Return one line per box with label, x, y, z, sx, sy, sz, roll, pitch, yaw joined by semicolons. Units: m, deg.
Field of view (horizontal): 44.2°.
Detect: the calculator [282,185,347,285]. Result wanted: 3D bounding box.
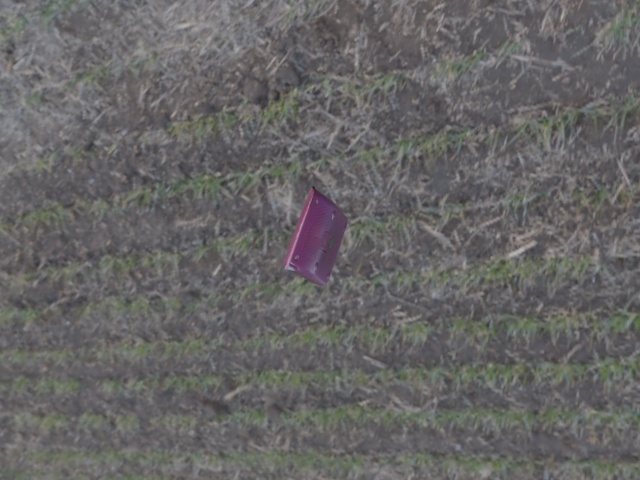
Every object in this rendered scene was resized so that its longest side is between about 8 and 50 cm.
calculator;0.000;0.000;1.194;0.034;0.126;0.190;16;174;20
